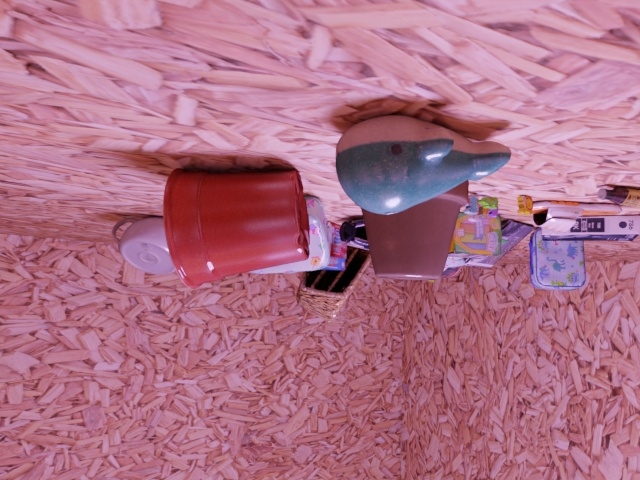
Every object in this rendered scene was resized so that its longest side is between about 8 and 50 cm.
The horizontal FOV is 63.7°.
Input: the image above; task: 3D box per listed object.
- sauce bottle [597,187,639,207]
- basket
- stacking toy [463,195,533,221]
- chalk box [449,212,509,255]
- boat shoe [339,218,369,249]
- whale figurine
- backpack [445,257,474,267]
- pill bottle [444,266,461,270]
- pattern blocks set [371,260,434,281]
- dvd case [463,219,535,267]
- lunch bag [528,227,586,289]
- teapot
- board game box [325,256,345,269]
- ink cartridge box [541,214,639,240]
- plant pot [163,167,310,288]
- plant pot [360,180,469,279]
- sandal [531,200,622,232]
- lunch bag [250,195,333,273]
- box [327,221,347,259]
[{"bbox_3d":[0.691,-0.099,1.174,0.128,0.042,0.042,3,174,-16],"label":"sauce bottle"},{"bbox_3d":[0.047,0.130,2.038,0.214,0.299,0.223,32,142,8],"label":"basket"},{"bbox_3d":[0.407,-0.088,1.309,0.221,0.052,0.167,4,172,-39],"label":"stacking toy"},{"bbox_3d":[0.488,-0.013,1.635,0.213,0.131,0.132,3,173,-15],"label":"chalk box"},{"bbox_3d":[0.244,-0.005,1.776,0.341,0.127,0.158,4,-179,-10],"label":"boat shoe"},{"bbox_3d":[0.159,-0.110,0.824,0.272,0.141,0.216,3,173,-10],"label":"whale figurine"},{"bbox_3d":[0.481,0.024,1.825,0.182,0.151,0.115,-14,147,-28],"label":"backpack"},{"bbox_3d":[0.457,0.058,2.074,0.177,0.176,0.319,-1,173,28],"label":"pill bottle"},{"bbox_3d":[0.356,0.119,2.206,0.286,0.026,0.325,20,-177,11],"label":"pattern blocks set"},{"bbox_3d":[0.614,0.017,1.769,0.165,0.018,0.221,8,134,-42],"label":"dvd case"},{"bbox_3d":[0.820,0.063,1.796,0.176,0.218,0.090,1,167,8],"label":"lunch bag"},{"bbox_3d":[-0.619,-0.005,1.935,0.253,0.186,0.256,-26,130,36],"label":"teapot"},{"bbox_3d":[-0.042,0.079,1.855,0.211,0.047,0.160,-2,172,39],"label":"board game box"},{"bbox_3d":[0.866,-0.036,1.596,0.333,0.065,0.165,-2,172,25],"label":"ink cartridge box"},{"bbox_3d":[-0.167,-0.042,1.143,0.265,0.272,0.272,-7,173,5],"label":"plant pot"},{"bbox_3d":[0.199,-0.027,1.174,0.263,0.229,0.263,3,174,0],"label":"plant pot"},{"bbox_3d":[0.671,-0.060,1.381,0.266,0.076,0.102,2,173,5],"label":"sandal"},{"bbox_3d":[-0.106,-0.019,1.465,0.280,0.223,0.107,-5,-144,12],"label":"lunch bag"},{"bbox_3d":[0.000,0.000,1.925,0.123,0.128,0.257,1,174,25],"label":"box"}]
